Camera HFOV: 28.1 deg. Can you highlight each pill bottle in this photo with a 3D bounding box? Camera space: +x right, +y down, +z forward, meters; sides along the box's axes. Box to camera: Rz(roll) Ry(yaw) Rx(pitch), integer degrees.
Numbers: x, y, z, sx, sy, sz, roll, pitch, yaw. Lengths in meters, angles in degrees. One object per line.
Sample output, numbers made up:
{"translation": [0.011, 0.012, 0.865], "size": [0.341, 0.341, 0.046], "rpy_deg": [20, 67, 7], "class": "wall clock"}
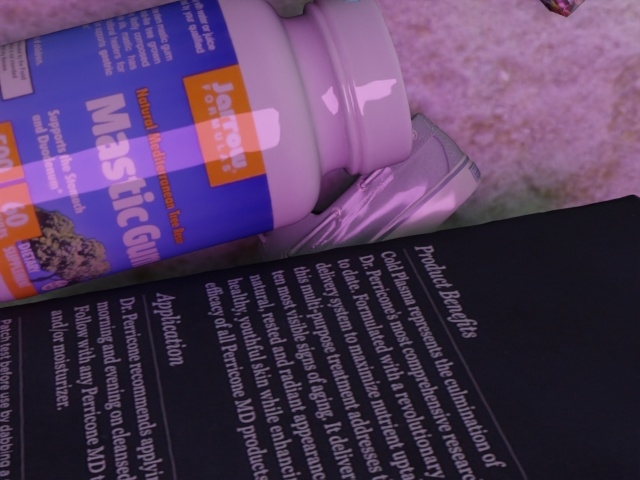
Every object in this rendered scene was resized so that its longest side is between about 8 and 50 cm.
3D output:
{"translation": [-0.089, -0.067, 0.785], "size": [0.272, 0.152, 0.152], "rpy_deg": [-16, 110, -5], "class": "pill bottle"}

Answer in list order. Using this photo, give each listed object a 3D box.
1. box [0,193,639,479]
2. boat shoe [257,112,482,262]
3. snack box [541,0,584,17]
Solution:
{"translation": [0.027, 0.274, 0.798], "size": [0.471, 0.297, 0.480], "rpy_deg": [-9, 121, -7], "class": "box"}
{"translation": [0.000, 0.000, 0.872], "size": [0.227, 0.079, 0.081], "rpy_deg": [-38, 92, 3], "class": "boat shoe"}
{"translation": [0.180, -0.233, 0.847], "size": [0.141, 0.037, 0.100], "rpy_deg": [-44, 109, 4], "class": "snack box"}
